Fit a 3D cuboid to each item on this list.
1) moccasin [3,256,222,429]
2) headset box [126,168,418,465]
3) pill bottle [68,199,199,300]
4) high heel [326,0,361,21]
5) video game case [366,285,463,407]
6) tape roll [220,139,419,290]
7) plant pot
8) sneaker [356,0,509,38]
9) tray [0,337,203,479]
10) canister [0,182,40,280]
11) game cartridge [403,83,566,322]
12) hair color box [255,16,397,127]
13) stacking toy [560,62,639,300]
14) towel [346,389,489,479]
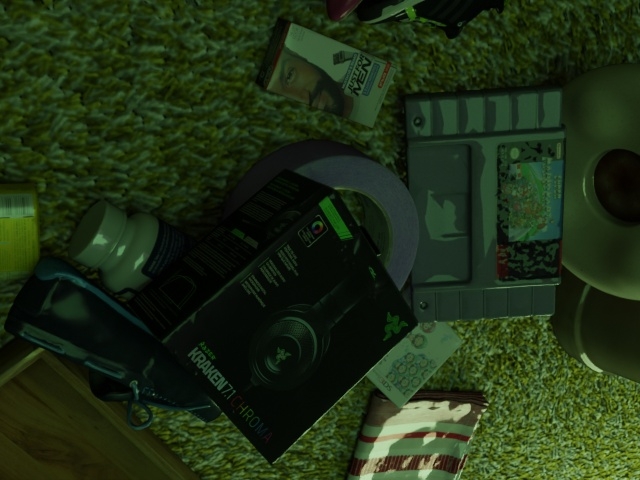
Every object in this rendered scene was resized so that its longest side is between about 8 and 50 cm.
[{"bbox_3d":[-0.263,0.154,0.988,0.116,0.138,0.342,-51,123,-11],"label":"moccasin"},{"bbox_3d":[-0.044,0.086,0.946,0.283,0.131,0.246,-41,122,-14],"label":"headset box"},{"bbox_3d":[-0.220,0.029,0.973,0.187,0.112,0.112,34,95,-32],"label":"pill bottle"},{"bbox_3d":[0.030,-0.398,0.913,0.117,0.082,0.244,17,100,-37],"label":"high heel"},{"bbox_3d":[0.139,0.175,1.237,0.157,0.019,0.143,-46,112,-6],"label":"video game case"},{"bbox_3d":[0.000,0.000,1.075,0.275,0.090,0.274,-10,116,-21],"label":"tape roll"},{"bbox_3d":[0.617,0.141,1.307,0.323,0.280,0.323,-10,117,-21],"label":"plant pot"},{"bbox_3d":[0.163,-0.312,1.015,0.235,0.084,0.097,-22,120,-14],"label":"sneaker"},{"bbox_3d":[-0.343,0.322,1.069,0.203,0.076,0.411,-37,121,-5],"label":"tray"},{"bbox_3d":[-0.423,-0.007,0.889,0.170,0.073,0.126,-3,113,-25],"label":"canister"},{"bbox_3d":[0.244,-0.046,1.123,0.230,0.068,0.354,-3,111,7],"label":"game cartridge"},{"bbox_3d":[0.009,-0.221,1.004,0.167,0.053,0.093,14,106,-28],"label":"hair color box"},{"bbox_3d":[0.595,-0.132,1.200,0.480,0.351,0.350,-19,120,-33],"label":"stacking toy"},{"bbox_3d":[0.157,0.417,1.361,0.237,0.037,0.328,6,109,-26],"label":"towel"}]
